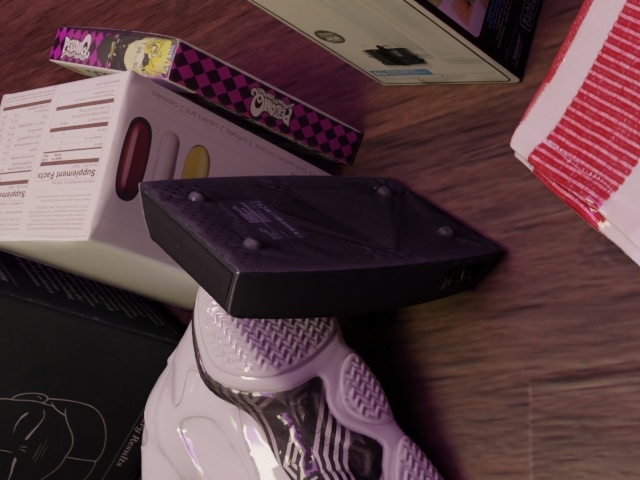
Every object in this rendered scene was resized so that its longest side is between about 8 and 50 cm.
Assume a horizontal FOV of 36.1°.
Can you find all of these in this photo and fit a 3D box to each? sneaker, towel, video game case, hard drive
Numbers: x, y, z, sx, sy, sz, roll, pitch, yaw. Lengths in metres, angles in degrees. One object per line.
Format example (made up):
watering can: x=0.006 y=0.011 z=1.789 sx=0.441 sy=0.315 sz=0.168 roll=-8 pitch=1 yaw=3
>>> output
sneaker: x=-0.024 y=0.208 z=0.792 sx=0.210 sy=0.137 sz=0.366 roll=-49 pitch=62 yaw=42
towel: x=0.270 y=-0.075 z=0.639 sx=0.329 sy=0.037 sz=0.237 roll=53 pitch=128 yaw=42
video game case: x=-0.109 y=-0.138 z=0.941 sx=0.210 sy=0.232 sz=0.042 roll=18 pitch=88 yaw=46
hard drive: x=0.000 y=0.000 z=0.776 sx=0.172 sy=0.254 sz=0.054 roll=37 pitch=122 yaw=45

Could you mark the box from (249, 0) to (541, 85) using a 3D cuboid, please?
box: x=0.030 y=-0.223 z=0.800 sx=0.169 sy=0.290 sz=0.087 roll=9 pitch=79 yaw=44

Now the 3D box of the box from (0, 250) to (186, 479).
box: x=-0.368 y=0.138 z=0.956 sx=0.212 sy=0.395 sz=0.294 roll=38 pitch=100 yaw=46

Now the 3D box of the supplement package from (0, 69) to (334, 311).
supplement package: x=-0.149 y=-0.029 z=0.911 sx=0.204 sy=0.262 sz=0.145 roll=0 pitch=74 yaw=44
